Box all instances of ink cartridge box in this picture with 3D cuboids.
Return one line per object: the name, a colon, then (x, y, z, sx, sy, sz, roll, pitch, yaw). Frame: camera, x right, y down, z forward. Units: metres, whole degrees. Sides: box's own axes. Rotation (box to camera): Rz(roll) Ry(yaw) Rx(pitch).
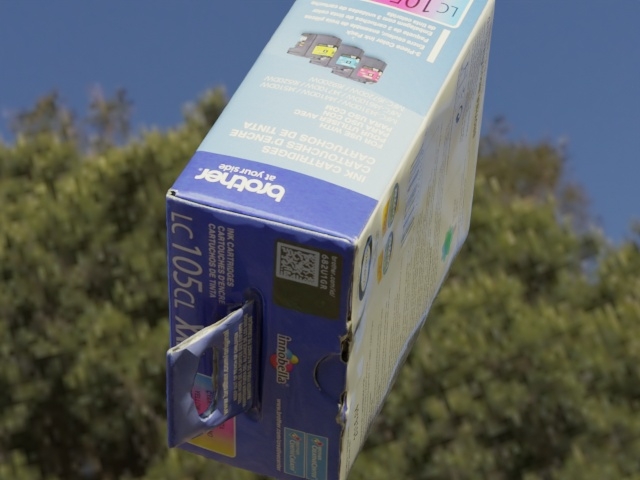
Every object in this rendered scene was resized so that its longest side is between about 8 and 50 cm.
ink cartridge box: (0.000, 0.000, 1.515, 0.151, 0.395, 0.270, 14, -47, 13)
